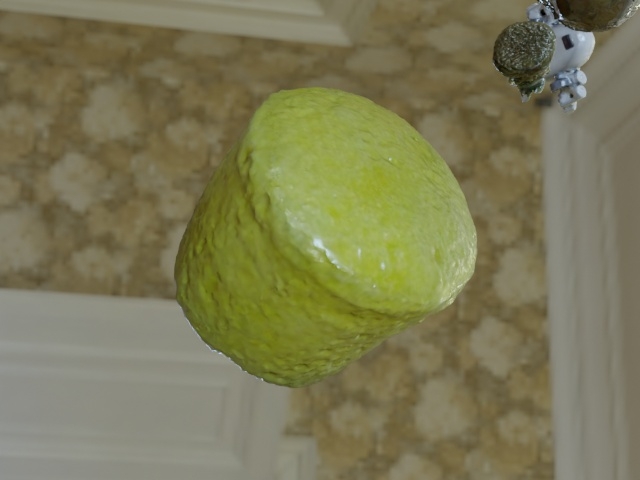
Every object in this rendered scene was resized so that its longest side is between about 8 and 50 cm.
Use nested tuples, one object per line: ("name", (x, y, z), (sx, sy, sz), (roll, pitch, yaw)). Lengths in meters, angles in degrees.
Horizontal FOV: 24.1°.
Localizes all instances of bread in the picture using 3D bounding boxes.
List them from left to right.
("bread", (0.000, 0.000, 1.917), (0.308, 0.348, 0.348), (-46, -143, 41))

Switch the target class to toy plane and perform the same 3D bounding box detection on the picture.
("toy plane", (0.338, -0.268, 2.208), (0.174, 0.080, 0.174), (19, -65, 49))

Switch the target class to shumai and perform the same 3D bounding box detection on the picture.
("shumai", (0.258, -0.228, 1.881), (0.083, 0.082, 0.080), (-45, 165, -4))

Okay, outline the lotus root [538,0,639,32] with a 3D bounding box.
("lotus root", (0.295, -0.343, 1.607), (0.152, 0.160, 0.275), (38, -27, 33))
